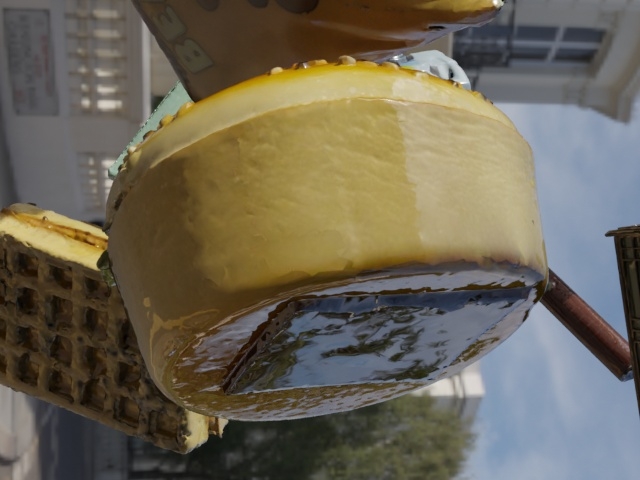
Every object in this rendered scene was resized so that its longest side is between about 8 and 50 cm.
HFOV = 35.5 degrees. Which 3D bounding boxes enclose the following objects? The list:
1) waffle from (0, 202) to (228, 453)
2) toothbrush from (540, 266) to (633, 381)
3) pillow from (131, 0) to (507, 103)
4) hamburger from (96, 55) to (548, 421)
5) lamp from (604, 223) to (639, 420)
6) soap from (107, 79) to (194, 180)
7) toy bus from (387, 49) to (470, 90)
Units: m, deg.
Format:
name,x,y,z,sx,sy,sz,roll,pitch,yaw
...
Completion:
name,x,y,z,sx,sy,sz,roll,pitch,yaw
waffle,-0.295,0.109,1.346,0.114,0.376,0.260,-31,131,-58
toothbrush,0.272,0.045,1.261,0.364,0.041,0.040,50,-34,40
pillow,-0.054,-0.239,0.761,0.312,0.119,0.310,-18,-68,43
hamburger,0.000,0.000,0.654,0.300,0.300,0.176,107,-26,-61
lamp,0.382,0.140,1.052,0.090,0.089,0.325,177,-96,-74
soap,-0.103,-0.108,0.975,0.198,0.115,0.063,-54,148,-13
toy bus,0.038,-0.172,1.276,0.136,0.330,0.109,-141,-135,-56
